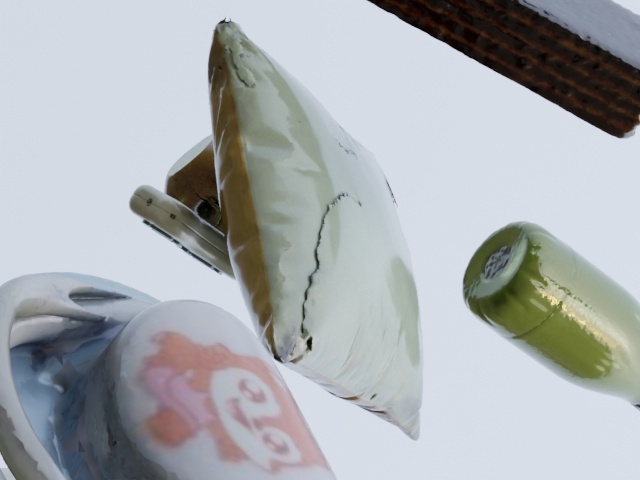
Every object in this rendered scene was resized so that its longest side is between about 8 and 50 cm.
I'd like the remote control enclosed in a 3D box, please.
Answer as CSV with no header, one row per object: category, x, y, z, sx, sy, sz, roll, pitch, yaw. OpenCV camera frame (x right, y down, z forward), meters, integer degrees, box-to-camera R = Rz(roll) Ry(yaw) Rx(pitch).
remote control,-0.112,-0.005,1.447,0.074,0.122,0.032,29,-97,46

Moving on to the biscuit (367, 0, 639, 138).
biscuit,0.122,-0.217,1.414,0.388,0.107,0.073,29,-55,-3

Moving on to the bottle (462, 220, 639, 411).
bottle,0.263,0.087,1.653,0.260,0.112,0.112,35,-32,-26

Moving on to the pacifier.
pacifier,-0.108,0.158,0.852,0.233,0.244,0.299,-54,-132,28

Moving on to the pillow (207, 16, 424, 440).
pillow,0.000,0.000,1.430,0.119,0.310,0.312,-19,-116,14

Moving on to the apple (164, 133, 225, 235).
apple,-0.091,-0.050,1.598,0.099,0.102,0.114,46,-54,-14

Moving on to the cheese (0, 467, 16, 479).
cheese,-0.172,0.268,1.111,0.248,0.173,0.251,33,-70,32
